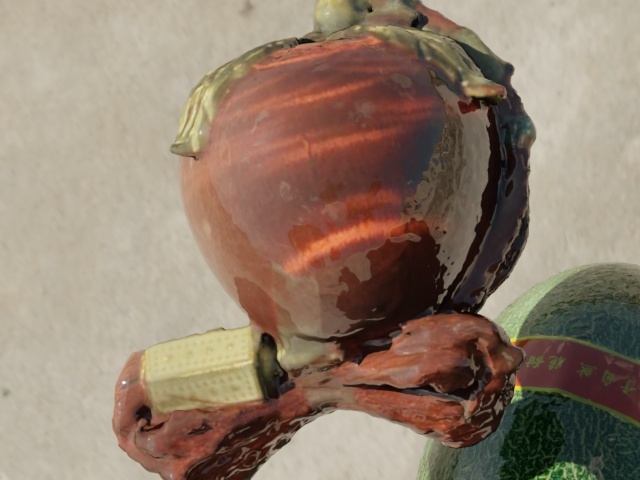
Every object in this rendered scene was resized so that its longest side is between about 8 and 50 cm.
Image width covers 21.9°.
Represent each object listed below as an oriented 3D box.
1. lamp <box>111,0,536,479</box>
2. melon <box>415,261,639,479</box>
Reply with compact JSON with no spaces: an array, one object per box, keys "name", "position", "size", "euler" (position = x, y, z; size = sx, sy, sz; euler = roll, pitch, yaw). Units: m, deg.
[{"name":"lamp","position":[-0.003,-0.006,0.761],"size":[0.215,0.151,0.223],"euler":[-11,65,12]},{"name":"melon","position":[0.143,0.138,0.917],"size":[0.182,0.182,0.288],"euler":[11,53,20]}]
